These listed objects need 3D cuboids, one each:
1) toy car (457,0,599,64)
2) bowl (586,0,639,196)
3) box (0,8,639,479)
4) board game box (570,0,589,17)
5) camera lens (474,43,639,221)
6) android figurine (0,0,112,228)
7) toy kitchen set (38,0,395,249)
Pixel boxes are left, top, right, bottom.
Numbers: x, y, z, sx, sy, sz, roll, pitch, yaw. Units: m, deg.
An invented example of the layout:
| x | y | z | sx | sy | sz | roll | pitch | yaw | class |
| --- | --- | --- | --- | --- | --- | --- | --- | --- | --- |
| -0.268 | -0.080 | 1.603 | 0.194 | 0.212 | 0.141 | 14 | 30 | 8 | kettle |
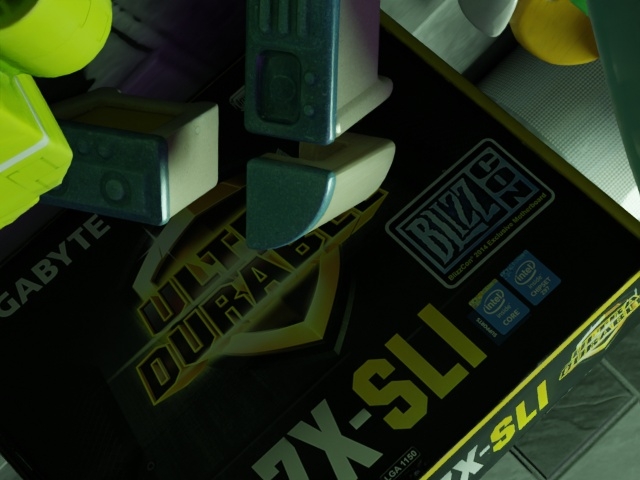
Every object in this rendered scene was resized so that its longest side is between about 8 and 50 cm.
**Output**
| x | y | z | sx | sy | sz | roll | pitch | yaw | class |
| --- | --- | --- | --- | --- | --- | --- | --- | --- | --- |
| 0.186 | -0.203 | 1.187 | 0.182 | 0.159 | 0.136 | 120 | -16 | -56 | toy car |
| 0.219 | -0.142 | 0.874 | 0.163 | 0.311 | 0.311 | -14 | 172 | 6 | bowl |
| -0.018 | 0.044 | 0.967 | 0.322 | 0.257 | 0.079 | -42 | 156 | -11 | box |
| 0.199 | -0.255 | 1.007 | 0.259 | 0.124 | 0.039 | -49 | -167 | 19 | board game box |
| 0.225 | -0.072 | 1.573 | 0.274 | 0.219 | 0.219 | -43 | 170 | -5 | camera lens |
| -0.174 | -0.018 | 0.548 | 0.248 | 0.056 | 0.273 | -30 | 172 | 4 | android figurine |
| -0.066 | -0.102 | 0.767 | 0.122 | 0.166 | 0.207 | -30 | 126 | -56 | toy kitchen set |
